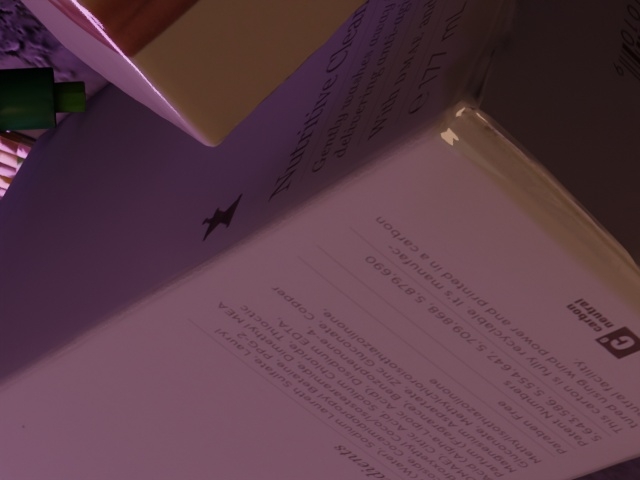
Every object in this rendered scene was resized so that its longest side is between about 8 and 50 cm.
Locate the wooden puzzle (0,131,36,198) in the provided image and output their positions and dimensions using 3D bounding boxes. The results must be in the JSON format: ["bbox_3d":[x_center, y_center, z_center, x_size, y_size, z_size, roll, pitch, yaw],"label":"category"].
[{"bbox_3d":[-0.158,-0.038,0.888,0.049,0.006,0.083,20,142,2],"label":"wooden puzzle"}]

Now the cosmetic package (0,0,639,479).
[{"bbox_3d":[0.000,0.000,0.693,0.156,0.217,0.385,40,136,-22],"label":"cosmetic package"}]

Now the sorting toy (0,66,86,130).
[{"bbox_3d":[-0.140,-0.162,0.677,0.126,0.127,0.365,-3,139,-6],"label":"sorting toy"}]

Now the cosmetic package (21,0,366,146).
[{"bbox_3d":[-0.090,-0.186,0.512,0.296,0.153,0.129,47,174,-39],"label":"cosmetic package"}]
